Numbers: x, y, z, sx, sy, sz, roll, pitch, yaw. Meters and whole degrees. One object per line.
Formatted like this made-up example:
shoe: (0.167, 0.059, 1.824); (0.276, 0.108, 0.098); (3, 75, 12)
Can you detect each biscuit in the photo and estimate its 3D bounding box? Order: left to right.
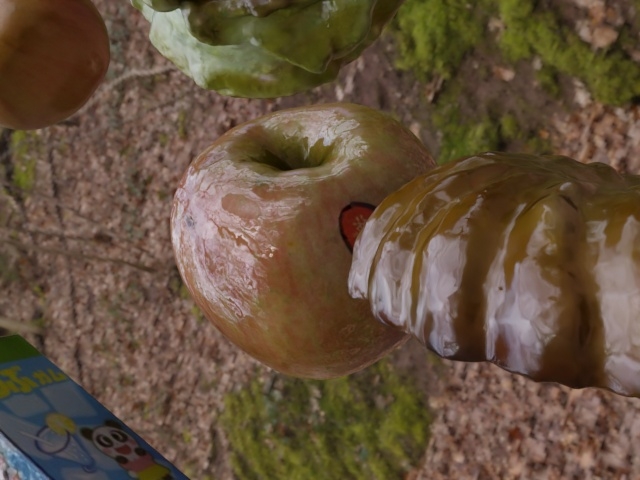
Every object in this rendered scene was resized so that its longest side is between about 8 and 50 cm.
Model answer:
biscuit: (0.180, 0.013, 0.565); (0.326, 0.325, 0.107); (-74, -11, -78)

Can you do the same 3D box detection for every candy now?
candy: (-0.162, 0.137, 0.581); (0.062, 0.194, 0.097); (-59, -19, 14)

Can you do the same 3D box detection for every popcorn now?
popcorn: (-0.045, -0.203, 0.614); (0.204, 0.221, 0.183); (-53, 20, -2)

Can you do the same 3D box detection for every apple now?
apple: (-0.316, -0.201, 0.995); (0.199, 0.199, 0.199); (-159, 90, -89)
apple: (0.000, 0.000, 1.326); (0.391, 0.391, 0.346); (-70, -26, -48)
